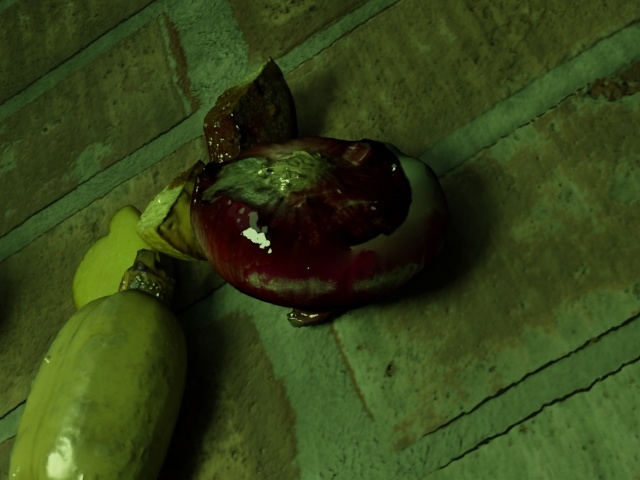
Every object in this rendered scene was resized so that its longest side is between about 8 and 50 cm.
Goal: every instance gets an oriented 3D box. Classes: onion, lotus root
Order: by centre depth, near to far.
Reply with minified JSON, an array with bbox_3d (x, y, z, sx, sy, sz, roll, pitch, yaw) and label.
[{"bbox_3d":[0.000,0.000,1.196,0.272,0.195,0.272,2,31,-1],"label":"onion"},{"bbox_3d":[-0.227,0.167,1.215,0.169,0.151,0.342,-18,45,41],"label":"lotus root"}]

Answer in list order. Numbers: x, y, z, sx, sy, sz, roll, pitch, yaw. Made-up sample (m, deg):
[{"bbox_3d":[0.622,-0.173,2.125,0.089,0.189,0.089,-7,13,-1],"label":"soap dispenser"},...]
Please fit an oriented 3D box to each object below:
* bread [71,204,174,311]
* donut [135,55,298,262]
[{"bbox_3d":[-0.240,0.057,1.388,0.149,0.065,0.187,-41,49,17],"label":"bread"},{"bbox_3d":[-0.107,-0.066,1.343,0.112,0.151,0.295,-9,43,45],"label":"donut"}]
